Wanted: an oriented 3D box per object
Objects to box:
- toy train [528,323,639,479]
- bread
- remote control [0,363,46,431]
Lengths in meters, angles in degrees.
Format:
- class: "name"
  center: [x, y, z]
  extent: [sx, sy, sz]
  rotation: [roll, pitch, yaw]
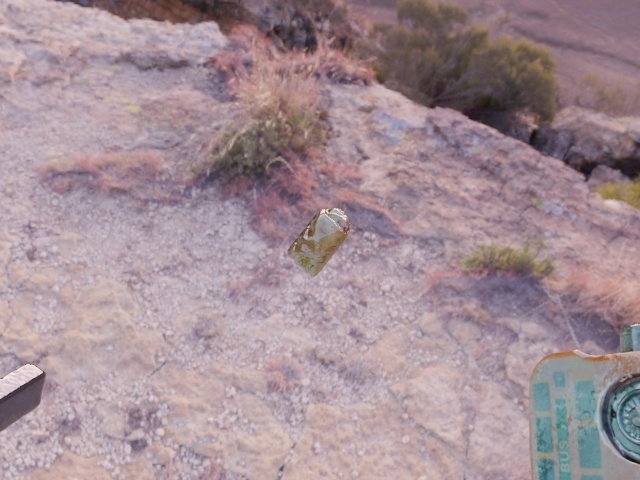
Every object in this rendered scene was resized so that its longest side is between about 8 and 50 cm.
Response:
- class: "toy train"
  center: [0.179, 0.146, 0.350]
  extent: [0.072, 0.099, 0.188]
  rotation: [17, 65, -29]
- class: "bread"
  center: [0.000, 0.000, 0.886]
  extent: [0.060, 0.110, 0.066]
  rotation: [48, 26, 16]
- class: "remote control"
  center: [-0.355, 0.191, 0.589]
  extent: [0.025, 0.063, 0.245]
  rotation: [17, 15, 8]
